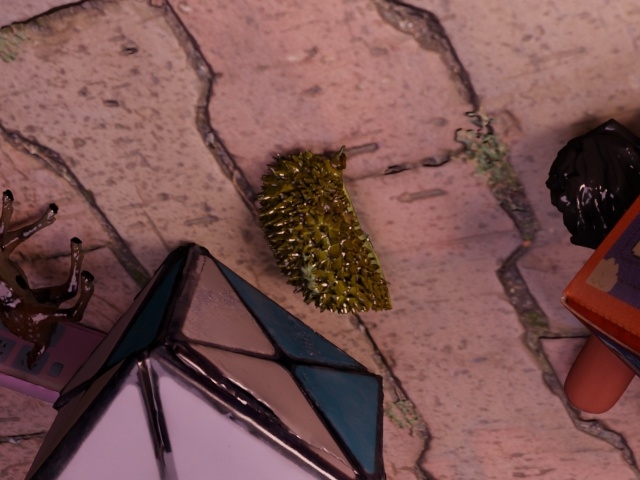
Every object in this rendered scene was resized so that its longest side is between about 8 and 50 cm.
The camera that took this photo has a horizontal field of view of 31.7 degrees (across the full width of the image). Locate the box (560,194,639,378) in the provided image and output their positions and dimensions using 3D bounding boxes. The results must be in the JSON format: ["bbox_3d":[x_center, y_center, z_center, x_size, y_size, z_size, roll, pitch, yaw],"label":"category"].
[{"bbox_3d":[0.438,0.093,0.874,0.349,0.318,0.257,39,88,-24],"label":"box"}]

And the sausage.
[{"bbox_3d":[0.309,0.126,1.205,0.062,0.062,0.154,20,133,3],"label":"sausage"}]

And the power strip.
[{"bbox_3d":[-0.403,0.132,1.450,0.279,0.109,0.037,18,138,5],"label":"power strip"}]

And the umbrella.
[{"bbox_3d":[0.366,0.000,1.059,0.340,0.118,0.118,23,135,-14],"label":"umbrella"}]

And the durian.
[{"bbox_3d":[-0.006,0.005,1.201,0.137,0.095,0.220,-4,122,23],"label":"durian"}]

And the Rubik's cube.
[{"bbox_3d":[-0.129,0.226,1.249,0.307,0.305,0.310,36,109,-9],"label":"Rubik's cube"}]

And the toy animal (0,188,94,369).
[{"bbox_3d":[-0.410,0.043,1.365,0.260,0.087,0.243,-38,85,27],"label":"toy animal"}]
